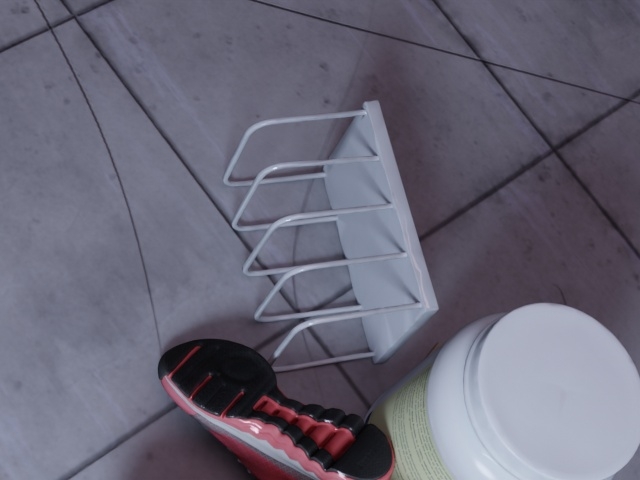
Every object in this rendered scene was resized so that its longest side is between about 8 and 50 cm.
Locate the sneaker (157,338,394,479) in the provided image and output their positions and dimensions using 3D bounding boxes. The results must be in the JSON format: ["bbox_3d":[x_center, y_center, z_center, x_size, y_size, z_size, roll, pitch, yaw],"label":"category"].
[{"bbox_3d":[-0.068,0.233,1.590,0.314,0.136,0.116,30,41,21],"label":"sneaker"}]

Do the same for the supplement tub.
[{"bbox_3d":[0.198,0.221,1.563,0.235,0.325,0.235,9,63,-18],"label":"supplement tub"}]

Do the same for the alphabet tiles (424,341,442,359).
[{"bbox_3d":[0.162,0.271,1.722,0.198,0.009,0.237,41,57,0],"label":"alphabet tiles"}]

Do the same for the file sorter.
[{"bbox_3d":[0.000,0.000,1.682,0.173,0.193,0.278,-6,68,-21],"label":"file sorter"}]
